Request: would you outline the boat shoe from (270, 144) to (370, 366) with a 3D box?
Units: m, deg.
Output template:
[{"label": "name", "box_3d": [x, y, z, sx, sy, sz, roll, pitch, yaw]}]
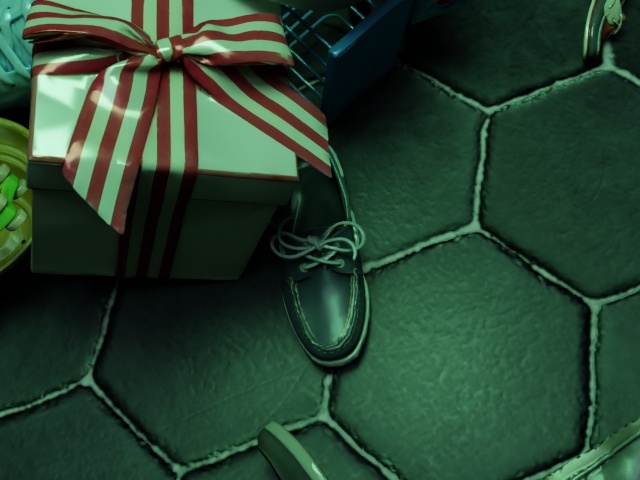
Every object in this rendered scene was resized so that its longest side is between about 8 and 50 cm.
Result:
[{"label": "boat shoe", "box_3d": [0.000, 0.000, 0.843, 0.095, 0.079, 0.255, -5, 63, 7]}]

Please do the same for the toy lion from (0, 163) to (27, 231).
[{"label": "toy lion", "box_3d": [-0.334, -0.024, 0.814, 0.096, 0.034, 0.100, -39, 35, 9]}]

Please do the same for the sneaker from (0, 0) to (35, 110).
[{"label": "sneaker", "box_3d": [-0.378, -0.191, 0.916, 0.365, 0.135, 0.150, -12, 22, 29]}]

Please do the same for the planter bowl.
[{"label": "planter bowl", "box_3d": [-0.383, -0.024, 0.911, 0.217, 0.090, 0.217, -2, 64, 5]}]

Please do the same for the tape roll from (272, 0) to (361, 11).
[{"label": "tape roll", "box_3d": [-0.019, -0.324, 0.768, 0.219, 0.072, 0.219, 8, 64, -18]}]

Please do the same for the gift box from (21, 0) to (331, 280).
[{"label": "gift box", "box_3d": [-0.147, -0.096, 0.783, 0.255, 0.258, 0.277, -2, 63, -20]}]

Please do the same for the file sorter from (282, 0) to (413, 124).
[{"label": "file sorter", "box_3d": [0.016, -0.227, 0.892, 0.104, 0.170, 0.118, 44, 77, 8]}]

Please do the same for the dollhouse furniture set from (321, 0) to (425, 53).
[{"label": "dollhouse furniture set", "box_3d": [0.068, -0.400, 1.004, 0.259, 0.135, 0.262, 27, 71, 21]}]

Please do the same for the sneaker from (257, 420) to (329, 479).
[{"label": "sneaker", "box_3d": [-0.021, 0.270, 0.707, 0.118, 0.083, 0.222, -33, 64, -7]}]

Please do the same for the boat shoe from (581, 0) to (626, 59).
[{"label": "boat shoe", "box_3d": [0.329, -0.261, 0.942, 0.043, 0.049, 0.137, 16, 62, 14]}]

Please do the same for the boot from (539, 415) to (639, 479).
[{"label": "boot", "box_3d": [0.292, 0.257, 0.667, 0.189, 0.076, 0.209, -37, 56, 6]}]

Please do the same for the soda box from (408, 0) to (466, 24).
[{"label": "soda box", "box_3d": [0.088, -0.346, 0.900, 0.071, 0.067, 0.210, -22, 71, -9]}]
